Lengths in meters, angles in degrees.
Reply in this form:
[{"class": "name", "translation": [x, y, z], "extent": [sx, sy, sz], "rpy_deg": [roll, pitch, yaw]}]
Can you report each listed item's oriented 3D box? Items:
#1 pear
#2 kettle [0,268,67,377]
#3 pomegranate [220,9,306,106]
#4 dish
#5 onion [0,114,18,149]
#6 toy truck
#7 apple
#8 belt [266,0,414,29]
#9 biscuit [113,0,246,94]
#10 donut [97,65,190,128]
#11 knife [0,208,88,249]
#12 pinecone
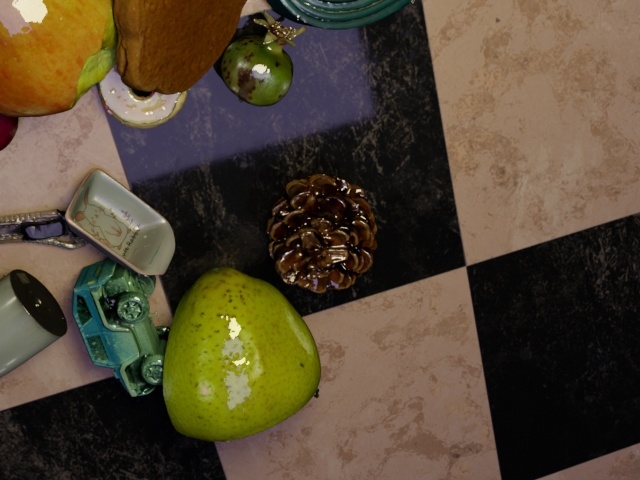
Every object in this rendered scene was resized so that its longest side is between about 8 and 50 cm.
[{"class": "pear", "translation": [-0.154, 0.198, 1.648], "extent": [0.342, 0.239, 0.317], "rpy_deg": [-31, 111, -43]}, {"class": "kettle", "translation": [-0.658, 0.166, 1.616], "extent": [0.236, 0.161, 0.221], "rpy_deg": [-36, 87, 4]}, {"class": "pomegranate", "translation": [-0.113, -0.334, 1.550], "extent": [0.149, 0.148, 0.169], "rpy_deg": [3, 141, -15]}, {"class": "dish", "translation": [-0.395, -0.017, 1.624], "extent": [0.234, 0.154, 0.064], "rpy_deg": [39, 132, -22]}, {"class": "onion", "translation": [-0.649, -0.209, 1.477], "extent": [0.173, 0.135, 0.198], "rpy_deg": [41, 98, -21]}, {"class": "toy truck", "translation": [-0.395, 0.175, 1.678], "extent": [0.156, 0.155, 0.278], "rpy_deg": [-14, 113, 1]}, {"class": "apple", "translation": [-0.493, -0.375, 1.337], "extent": [0.340, 0.339, 0.339], "rpy_deg": [-5, 111, -12]}, {"class": "belt", "translation": [0.079, -0.573, 1.505], "extent": [0.436, 0.173, 0.300], "rpy_deg": [-41, 116, 2]}, {"class": "biscuit", "translation": [-0.232, -0.433, 1.399], "extent": [0.359, 0.074, 0.381], "rpy_deg": [-55, 158, -26]}, {"class": "donut", "translation": [-0.337, -0.298, 1.560], "extent": [0.175, 0.068, 0.174], "rpy_deg": [-5, 108, -14]}, {"class": "knife", "translation": [-0.633, -0.009, 1.606], "extent": [0.365, 0.043, 0.089], "rpy_deg": [-5, 110, -12]}, {"class": "pinecone", "translation": [0.007, -0.011, 1.656], "extent": [0.244, 0.257, 0.243], "rpy_deg": [-1, 96, -5]}]
